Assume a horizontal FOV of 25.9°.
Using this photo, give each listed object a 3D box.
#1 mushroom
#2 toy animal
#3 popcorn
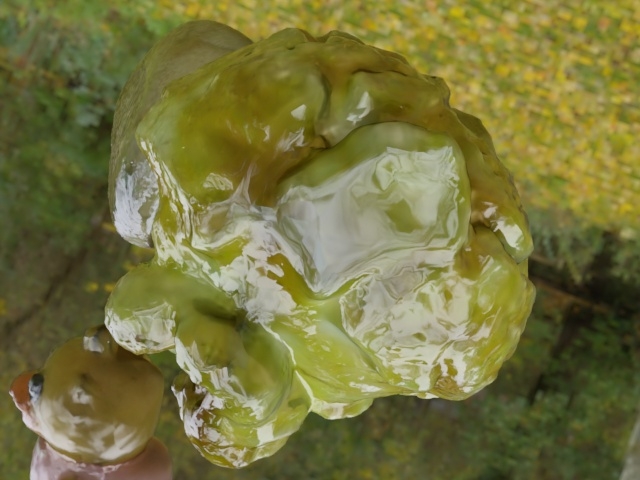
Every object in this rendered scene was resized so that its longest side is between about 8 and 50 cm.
[{"bbox_3d":[-0.189,-0.121,1.653,0.217,0.212,0.292,48,147,18],"label":"mushroom"},{"bbox_3d":[-0.245,0.220,1.518,0.169,0.281,0.195,-2,-157,6],"label":"toy animal"},{"bbox_3d":[-0.005,0.003,0.851,0.276,0.276,0.225,21,-169,11],"label":"popcorn"}]
